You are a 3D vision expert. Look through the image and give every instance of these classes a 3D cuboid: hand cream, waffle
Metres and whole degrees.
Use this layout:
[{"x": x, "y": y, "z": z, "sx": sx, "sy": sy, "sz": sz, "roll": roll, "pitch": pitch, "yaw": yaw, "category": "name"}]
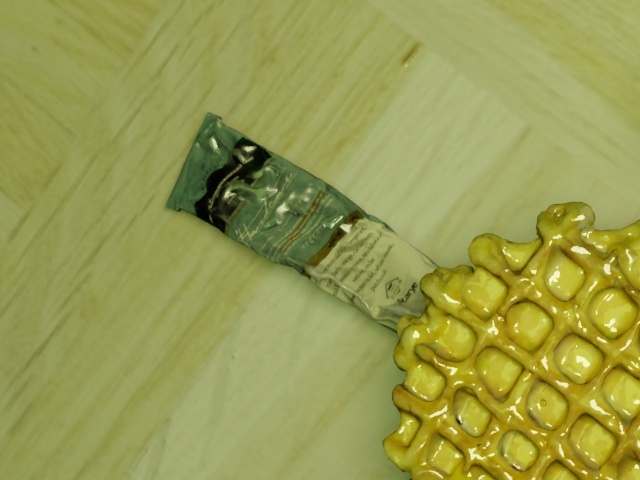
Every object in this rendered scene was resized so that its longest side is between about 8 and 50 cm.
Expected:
[{"x": 0.000, "y": 0.001, "z": 1.229, "sx": 0.248, "sy": 0.052, "sz": 0.075, "roll": 31, "pitch": 78, "yaw": 24, "category": "hand cream"}, {"x": 0.161, "y": 0.104, "z": 1.063, "sx": 0.253, "sy": 0.056, "sz": 0.249, "roll": -23, "pitch": 79, "yaw": 17, "category": "waffle"}]

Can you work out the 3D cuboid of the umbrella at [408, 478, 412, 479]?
[{"x": 0.109, "y": 0.170, "z": 1.157, "sx": 0.090, "sy": 0.094, "sz": 0.326, "roll": 22, "pitch": 97, "yaw": 44, "category": "umbrella"}]
